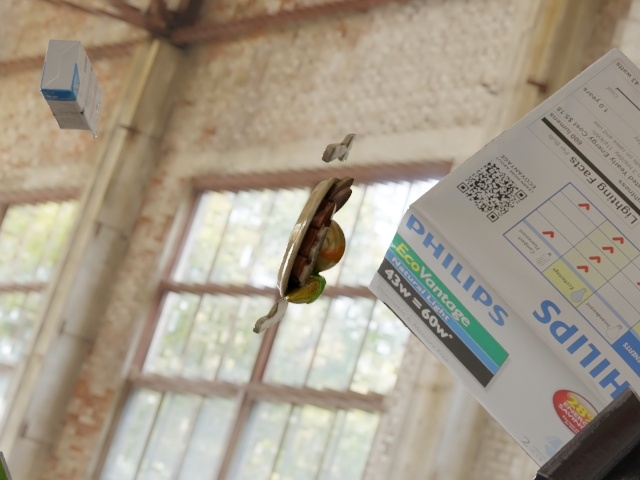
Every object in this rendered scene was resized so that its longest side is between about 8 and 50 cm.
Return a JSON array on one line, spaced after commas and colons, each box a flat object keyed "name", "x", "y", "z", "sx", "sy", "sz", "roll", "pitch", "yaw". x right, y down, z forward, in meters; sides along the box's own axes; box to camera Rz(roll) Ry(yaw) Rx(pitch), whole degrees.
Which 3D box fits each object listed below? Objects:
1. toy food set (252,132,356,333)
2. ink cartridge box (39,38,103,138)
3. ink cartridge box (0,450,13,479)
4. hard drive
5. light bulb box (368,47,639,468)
[{"name": "toy food set", "x": 0.000, "y": 0.000, "z": 1.471, "sx": 0.038, "sy": 0.192, "sz": 0.132, "roll": 24, "pitch": 12, "yaw": 8}, {"name": "ink cartridge box", "x": -0.203, "y": -0.122, "z": 1.313, "sx": 0.028, "sy": 0.048, "sz": 0.083, "roll": 3, "pitch": -25, "yaw": 8}, {"name": "ink cartridge box", "x": -0.423, "y": 0.273, "z": 1.778, "sx": 0.255, "sy": 0.097, "sz": 0.189, "roll": 0, "pitch": -58, "yaw": 19}, {"name": "hard drive", "x": 0.264, "y": 0.280, "z": 1.617, "sx": 0.054, "sy": 0.172, "sz": 0.255, "roll": 34, "pitch": -38, "yaw": 28}, {"name": "light bulb box", "x": 0.315, "y": 0.035, "z": 1.859, "sx": 0.358, "sy": 0.361, "sz": 0.225, "roll": 47, "pitch": -27, "yaw": 13}]
